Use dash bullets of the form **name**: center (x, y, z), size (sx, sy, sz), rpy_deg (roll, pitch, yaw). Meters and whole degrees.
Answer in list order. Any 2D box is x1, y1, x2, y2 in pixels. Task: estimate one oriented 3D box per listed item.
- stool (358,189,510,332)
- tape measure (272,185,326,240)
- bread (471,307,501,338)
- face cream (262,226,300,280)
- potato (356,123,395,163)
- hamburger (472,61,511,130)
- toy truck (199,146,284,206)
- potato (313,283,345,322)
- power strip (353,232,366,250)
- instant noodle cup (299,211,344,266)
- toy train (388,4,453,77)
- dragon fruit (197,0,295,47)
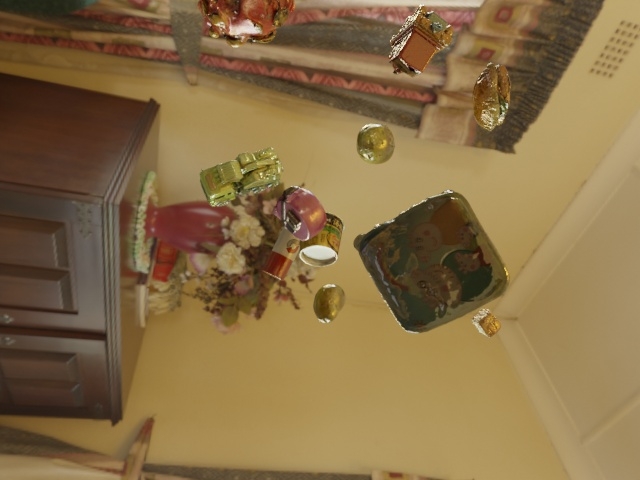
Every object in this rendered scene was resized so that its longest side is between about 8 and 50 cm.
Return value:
- **stool**: center (0.297, 0.046, 1.233), size (0.310, 0.310, 0.226), rpy_deg (61, 13, -3)
- **tape measure**: center (-0.047, -0.056, 1.012), size (0.118, 0.074, 0.125), rpy_deg (48, -24, 9)
- **bread**: center (0.591, 0.294, 1.620), size (0.070, 0.083, 0.077), rpy_deg (-40, -173, -3)
- **face cream**: center (-0.138, 0.042, 1.778), size (0.214, 0.096, 0.096), rpy_deg (-63, -168, -10)
- **potato**: center (0.234, -0.397, 1.879), size (0.248, 0.143, 0.169), rpy_deg (1, 116, -65)
- **hamburger**: center (0.444, -0.360, 1.186), size (0.102, 0.087, 0.176), rpy_deg (-76, 164, -50)
- **toy truck**: center (-0.175, -0.148, 1.026), size (0.116, 0.191, 0.085), rpy_deg (136, -67, -79)
- **potato**: center (0.039, 0.303, 2.145), size (0.194, 0.157, 0.157), rpy_deg (-79, -173, -47)
- **power strip**: center (0.222, 0.070, 1.617), size (0.080, 0.048, 0.286), rpy_deg (-49, -119, 6)
- **instant noodle cup**: center (0.000, 0.000, 1.388), size (0.151, 0.151, 0.122), rpy_deg (117, -21, -52)
- **toy train**: center (0.367, -0.747, 1.753), size (0.231, 0.163, 0.369), rpy_deg (-56, -168, 4)
- **dragon fruit**: center (-0.240, -0.752, 1.448), size (0.269, 0.291, 0.250), rpy_deg (59, 0, 17)
